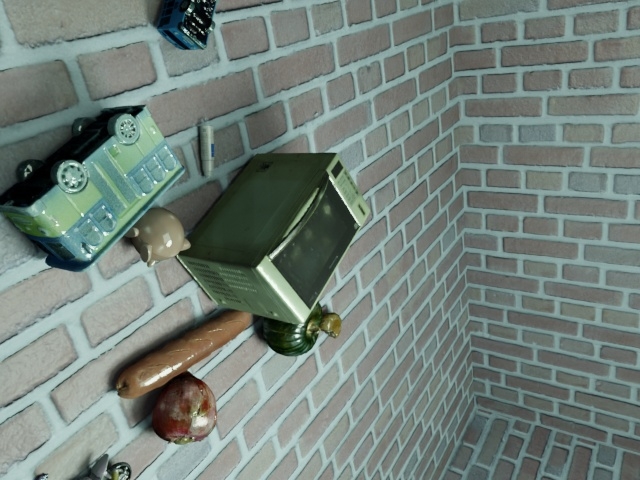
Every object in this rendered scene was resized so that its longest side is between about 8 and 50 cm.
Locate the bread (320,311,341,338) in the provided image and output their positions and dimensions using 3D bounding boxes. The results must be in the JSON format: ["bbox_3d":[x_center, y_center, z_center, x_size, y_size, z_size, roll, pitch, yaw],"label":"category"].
[{"bbox_3d":[0.035,0.296,1.866,0.113,0.060,0.082,53,54,-49],"label":"bread"}]

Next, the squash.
[{"bbox_3d":[-0.083,0.247,1.580,0.218,0.173,0.218,4,90,-88],"label":"squash"}]

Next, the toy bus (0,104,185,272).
[{"bbox_3d":[-0.433,-0.109,1.008,0.312,0.152,0.190,-57,138,-34],"label":"toy bus"}]

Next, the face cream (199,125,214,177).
[{"bbox_3d":[-0.284,-0.222,1.312,0.034,0.034,0.130,-14,107,-54],"label":"face cream"}]

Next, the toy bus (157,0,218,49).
[{"bbox_3d":[-0.293,-0.523,1.173,0.090,0.106,0.184,32,64,-58],"label":"toy bus"}]

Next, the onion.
[{"bbox_3d":[-0.333,0.396,1.280,0.159,0.160,0.194,40,34,-52],"label":"onion"}]

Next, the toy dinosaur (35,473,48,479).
[{"bbox_3d":[-0.589,0.545,1.004,0.080,0.045,0.197,58,42,-27],"label":"toy dinosaur"}]

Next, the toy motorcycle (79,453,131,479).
[{"bbox_3d":[-0.505,0.564,1.106,0.225,0.073,0.152,-61,138,-28],"label":"toy motorcycle"}]

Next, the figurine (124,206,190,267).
[{"bbox_3d":[-0.365,-0.012,1.167,0.138,0.125,0.125,-37,127,-63],"label":"figurine"}]

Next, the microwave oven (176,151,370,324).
[{"bbox_3d":[-0.102,-0.012,1.356,0.394,0.333,0.247,-58,135,-31],"label":"microwave oven"}]

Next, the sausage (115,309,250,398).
[{"bbox_3d":[-0.317,0.266,1.313,0.433,0.088,0.087,-30,120,-50],"label":"sausage"}]
